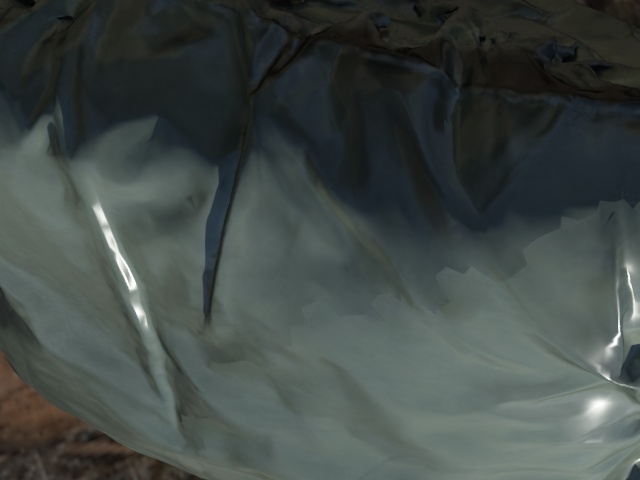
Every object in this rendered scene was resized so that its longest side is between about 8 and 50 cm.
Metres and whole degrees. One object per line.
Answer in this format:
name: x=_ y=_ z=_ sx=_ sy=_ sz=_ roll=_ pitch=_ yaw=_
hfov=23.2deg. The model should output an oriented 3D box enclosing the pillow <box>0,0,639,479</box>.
pillow: x=0.000 y=0.000 z=0.503 sx=0.283 sy=0.310 sz=0.138 roll=69 pitch=39 yaw=-59
